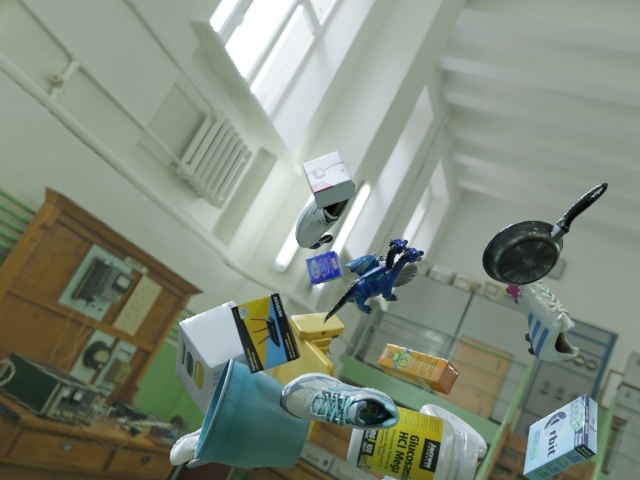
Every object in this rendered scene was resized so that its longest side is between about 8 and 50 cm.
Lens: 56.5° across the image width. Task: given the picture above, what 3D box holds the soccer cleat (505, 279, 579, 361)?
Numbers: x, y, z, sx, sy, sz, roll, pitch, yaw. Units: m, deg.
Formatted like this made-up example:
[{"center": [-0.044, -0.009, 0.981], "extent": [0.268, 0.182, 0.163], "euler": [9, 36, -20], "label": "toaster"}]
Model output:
[{"center": [0.621, 0.183, 1.646], "extent": [0.143, 0.116, 0.331], "euler": [-7, -71, 51], "label": "soccer cleat"}]

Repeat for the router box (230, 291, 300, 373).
[{"center": [-0.141, 0.239, 1.542], "extent": [0.133, 0.179, 0.046], "euler": [-19, -8, 1], "label": "router box"}]

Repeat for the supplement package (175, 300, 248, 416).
[{"center": [-0.323, 0.373, 1.892], "extent": [0.199, 0.198, 0.262], "euler": [46, -41, 30], "label": "supplement package"}]

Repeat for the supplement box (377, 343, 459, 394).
[{"center": [0.280, 0.373, 1.740], "extent": [0.233, 0.078, 0.080], "euler": [5, -35, 49], "label": "supplement box"}]

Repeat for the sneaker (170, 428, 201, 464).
[{"center": [-0.494, 0.822, 2.375], "extent": [0.095, 0.090, 0.235], "euler": [13, 23, 33], "label": "sneaker"}]

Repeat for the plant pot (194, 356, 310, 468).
[{"center": [-0.170, 0.484, 1.593], "extent": [0.255, 0.271, 0.271], "euler": [21, -13, -8], "label": "plant pot"}]

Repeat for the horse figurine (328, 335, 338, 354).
[{"center": [-0.003, 0.487, 2.434], "extent": [0.066, 0.263, 0.174], "euler": [16, -9, 22], "label": "horse figurine"}]

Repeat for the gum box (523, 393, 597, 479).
[{"center": [0.561, 0.465, 1.392], "extent": [0.041, 0.157, 0.184], "euler": [38, -52, 0], "label": "gum box"}]

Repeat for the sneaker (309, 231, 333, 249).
[{"center": [0.000, 0.000, 2.063], "extent": [0.109, 0.044, 0.040], "euler": [-18, -75, 21], "label": "sneaker"}]

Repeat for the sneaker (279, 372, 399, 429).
[{"center": [0.050, 0.372, 1.359], "extent": [0.283, 0.110, 0.122], "euler": [9, -4, -14], "label": "sneaker"}]

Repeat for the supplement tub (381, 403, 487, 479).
[{"center": [0.351, 0.726, 1.912], "extent": [0.241, 0.331, 0.241], "euler": [31, 5, -3], "label": "supplement tub"}]

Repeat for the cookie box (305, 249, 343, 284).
[{"center": [0.014, 0.093, 2.007], "extent": [0.107, 0.092, 0.040], "euler": [-18, -14, 16], "label": "cookie box"}]

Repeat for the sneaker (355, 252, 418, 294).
[{"center": [0.166, 0.085, 1.687], "extent": [0.105, 0.115, 0.281], "euler": [-4, -16, -31], "label": "sneaker"}]

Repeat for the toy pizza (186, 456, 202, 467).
[{"center": [-0.294, 0.614, 1.737], "extent": [0.201, 0.201, 0.032], "euler": [74, -5, -71], "label": "toy pizza"}]

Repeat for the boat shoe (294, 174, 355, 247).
[{"center": [0.018, -0.080, 1.785], "extent": [0.096, 0.267, 0.088], "euler": [31, 13, -31], "label": "boat shoe"}]

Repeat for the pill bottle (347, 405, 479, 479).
[{"center": [0.254, 0.567, 1.644], "extent": [0.334, 0.188, 0.188], "euler": [12, -17, 9], "label": "pill bottle"}]

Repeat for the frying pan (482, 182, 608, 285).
[{"center": [0.547, 0.012, 1.416], "extent": [0.326, 0.053, 0.197], "euler": [-24, -54, 13], "label": "frying pan"}]

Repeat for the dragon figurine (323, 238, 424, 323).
[{"center": [0.114, 0.090, 1.423], "extent": [0.085, 0.289, 0.144], "euler": [43, -35, 53], "label": "dragon figurine"}]

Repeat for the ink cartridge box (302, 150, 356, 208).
[{"center": [0.021, -0.167, 1.621], "extent": [0.150, 0.109, 0.063], "euler": [-110, 180, -49], "label": "ink cartridge box"}]

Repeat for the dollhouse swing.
[{"center": [0.002, 0.475, 2.054], "extent": [0.315, 0.347, 0.305], "euler": [2, 21, -47], "label": "dollhouse swing"}]
